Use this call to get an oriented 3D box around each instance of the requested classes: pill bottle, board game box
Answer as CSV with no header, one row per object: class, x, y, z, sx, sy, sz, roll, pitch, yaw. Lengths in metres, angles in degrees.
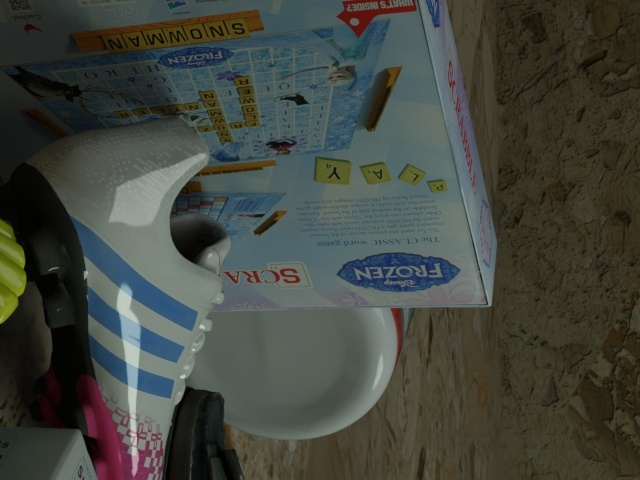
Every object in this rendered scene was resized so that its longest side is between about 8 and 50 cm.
pill bottle,0.000,0.000,1.312,0.363,0.210,0.210,-63,147,-58
board game box,-0.065,-0.077,0.919,0.318,0.318,0.066,72,23,-45

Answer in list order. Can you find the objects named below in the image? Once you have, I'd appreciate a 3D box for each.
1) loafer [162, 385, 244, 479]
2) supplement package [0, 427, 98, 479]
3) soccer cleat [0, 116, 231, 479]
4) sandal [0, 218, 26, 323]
loafer,-0.082,0.249,1.129,0.096,0.084,0.268,44,46,-69
supplement package,-0.206,0.227,0.735,0.244,0.133,0.139,-69,152,-51
soccer cleat,-0.115,0.064,0.930,0.143,0.116,0.331,-25,140,-24
sandal,-0.235,0.069,0.708,0.126,0.138,0.317,36,26,-24
